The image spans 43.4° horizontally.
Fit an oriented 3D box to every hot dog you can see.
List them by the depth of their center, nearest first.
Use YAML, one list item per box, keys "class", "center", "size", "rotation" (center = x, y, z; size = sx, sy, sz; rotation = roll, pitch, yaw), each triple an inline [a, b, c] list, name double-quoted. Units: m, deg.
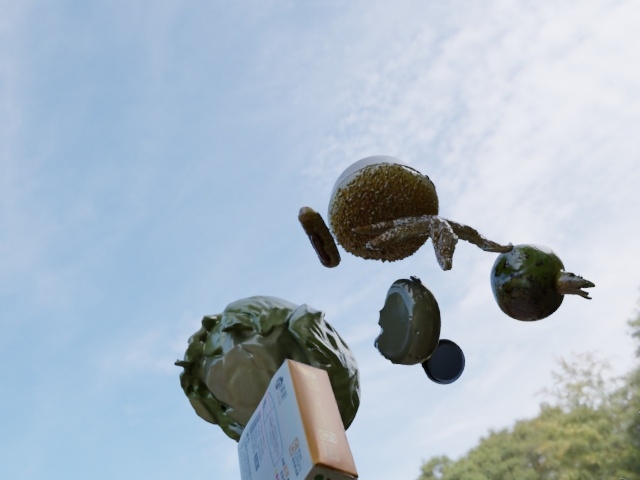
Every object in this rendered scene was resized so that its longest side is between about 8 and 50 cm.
- class: "hot dog"
  center: [0.000, 0.000, 1.941]
  size: [0.066, 0.047, 0.216]
  rotation: [5, -36, 25]

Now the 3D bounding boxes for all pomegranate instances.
- class: "pomegranate"
  center: [0.538, 0.108, 1.966]
  size: [0.246, 0.198, 0.198]
  rotation: [10, -31, 11]

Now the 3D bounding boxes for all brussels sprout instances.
- class: "brussels sprout"
  center: [-0.093, 0.298, 1.895]
  size: [0.361, 0.425, 0.342]
  rotation: [-20, -58, -61]

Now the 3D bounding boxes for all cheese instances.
- class: "cheese"
  center: [0.207, 0.184, 1.867]
  size: [0.091, 0.175, 0.203]
  rotation: [3, -80, -35]

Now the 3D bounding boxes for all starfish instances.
- class: "starfish"
  center: [0.270, -0.013, 1.915]
  size: [0.375, 0.094, 0.327]
  rotation: [10, 14, 22]

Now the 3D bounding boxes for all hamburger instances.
- class: "hamburger"
  center: [0.161, -0.081, 2.084]
  size: [0.302, 0.170, 0.302]
  rotation: [-6, -58, -9]

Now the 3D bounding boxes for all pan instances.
- class: "pan"
  center: [0.324, 0.362, 2.418]
  size: [0.235, 0.136, 0.028]
  rotation: [-1, -12, 26]

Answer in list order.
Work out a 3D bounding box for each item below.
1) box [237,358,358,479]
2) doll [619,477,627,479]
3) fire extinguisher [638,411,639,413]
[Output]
- class: "box"
  center: [-0.048, 0.360, 1.325]
  size: [0.091, 0.274, 0.221]
  rotation: [21, -67, -22]
- class: "doll"
  center: [0.506, 0.435, 1.265]
  size: [0.096, 0.145, 0.188]
  rotation: [32, -27, -6]
- class: "fire extinguisher"
  center: [0.763, 0.234, 1.575]
  size: [0.337, 0.147, 0.106]
  rotation: [-55, -22, 5]
